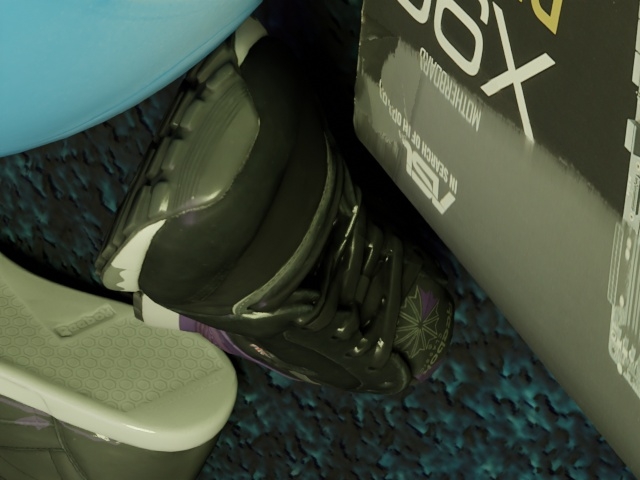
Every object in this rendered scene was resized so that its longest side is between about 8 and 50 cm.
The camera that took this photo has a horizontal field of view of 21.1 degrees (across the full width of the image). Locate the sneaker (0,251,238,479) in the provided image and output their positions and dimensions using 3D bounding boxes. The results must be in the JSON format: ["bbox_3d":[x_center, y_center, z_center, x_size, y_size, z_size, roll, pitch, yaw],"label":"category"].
[{"bbox_3d":[-0.189,0.074,0.892,0.295,0.104,0.147,24,133,11],"label":"sneaker"}]

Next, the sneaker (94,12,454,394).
[{"bbox_3d":[0.000,0.000,0.639,0.124,0.107,0.283,26,173,3],"label":"sneaker"}]

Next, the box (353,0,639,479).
[{"bbox_3d":[0.115,-0.050,0.435,0.307,0.076,0.242,54,149,42],"label":"box"}]

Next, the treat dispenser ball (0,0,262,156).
[{"bbox_3d":[-0.125,-0.163,0.479,0.288,0.288,0.288,21,137,20],"label":"treat dispenser ball"}]
